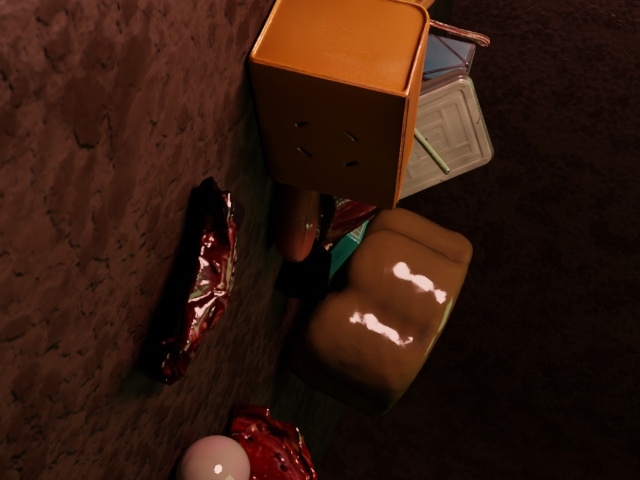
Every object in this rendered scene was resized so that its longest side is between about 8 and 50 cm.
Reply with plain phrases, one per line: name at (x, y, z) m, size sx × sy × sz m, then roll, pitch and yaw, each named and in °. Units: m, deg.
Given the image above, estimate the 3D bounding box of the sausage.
sausage at (-0.034, -0.052, 1.177) m, size 0.077 × 0.077 × 0.194 m, roll -59°, pitch 162°, yaw -54°

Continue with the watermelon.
watermelon at (-0.029, 0.086, 1.391) m, size 0.121 × 0.098 × 0.158 m, roll -59°, pitch 167°, yaw -52°

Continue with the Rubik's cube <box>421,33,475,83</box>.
Rubik's cube at (0.221, -0.340, 1.711) m, size 0.205 × 0.205 × 0.207 m, roll -64°, pitch 165°, yaw -45°

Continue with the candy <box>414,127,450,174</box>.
candy at (0.110, -0.220, 1.147) m, size 0.091 × 0.305 × 0.083 m, roll -46°, pitch 156°, yaw 24°

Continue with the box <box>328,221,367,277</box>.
box at (0.053, -0.019, 1.613) m, size 0.161 × 0.042 × 0.226 m, roll -50°, pitch -170°, yaw 37°

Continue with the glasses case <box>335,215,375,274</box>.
glasses case at (0.093, 0.007, 1.970) m, size 0.049 × 0.073 × 0.194 m, roll 97°, pitch 12°, yaw -81°

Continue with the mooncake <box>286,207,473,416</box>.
mooncake at (0.132, 0.149, 1.665) m, size 0.467 × 0.262 × 0.467 m, roll -58°, pitch 177°, yaw -5°

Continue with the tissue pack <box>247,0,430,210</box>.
tissue pack at (0.032, -0.180, 0.979) m, size 0.274 × 0.195 × 0.145 m, roll 86°, pitch 23°, yaw -65°

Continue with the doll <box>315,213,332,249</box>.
doll at (-0.005, -0.008, 1.476) m, size 0.077 × 0.078 × 0.113 m, roll 43°, pitch 81°, yaw -32°

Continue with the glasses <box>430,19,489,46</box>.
glasses at (0.208, -0.477, 1.273) m, size 0.118 × 0.269 × 0.234 m, roll 161°, pitch -55°, yaw -79°

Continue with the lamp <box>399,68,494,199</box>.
lamp at (0.222, -0.218, 1.609) m, size 0.269 × 0.267 × 0.047 m, roll 57°, pitch 14°, yaw -46°

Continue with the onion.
onion at (0.070, -0.129, 1.305) m, size 0.280 × 0.146 × 0.314 m, roll 104°, pitch -8°, yaw -66°

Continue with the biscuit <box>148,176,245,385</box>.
biscuit at (-0.133, 0.049, 0.846) m, size 0.151 × 0.063 × 0.235 m, roll 114°, pitch -9°, yaw -76°

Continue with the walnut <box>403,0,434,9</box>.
walnut at (0.081, -0.370, 0.950) m, size 0.221 × 0.195 × 0.195 m, roll 101°, pitch 10°, yaw -60°

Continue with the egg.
egg at (-0.155, 0.335, 1.075) m, size 0.135 × 0.103 × 0.103 m, roll 6°, pitch 100°, yaw -78°

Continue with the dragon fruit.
dragon fruit at (-0.087, 0.473, 1.283) m, size 0.228 × 0.286 × 0.329 m, roll 86°, pitch 14°, yaw -54°
